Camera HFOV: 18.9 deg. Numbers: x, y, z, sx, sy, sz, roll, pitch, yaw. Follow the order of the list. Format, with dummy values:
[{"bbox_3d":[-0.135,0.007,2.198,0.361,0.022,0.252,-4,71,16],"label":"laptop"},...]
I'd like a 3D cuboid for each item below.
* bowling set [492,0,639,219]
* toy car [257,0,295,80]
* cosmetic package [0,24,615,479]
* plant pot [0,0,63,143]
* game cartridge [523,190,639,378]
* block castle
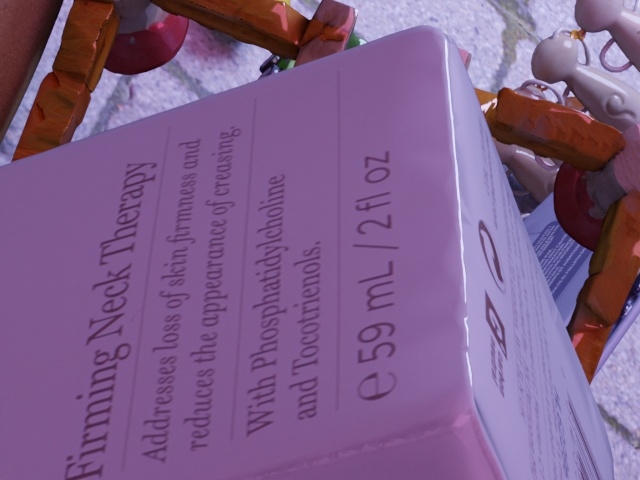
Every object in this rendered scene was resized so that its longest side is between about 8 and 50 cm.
[{"bbox_3d":[0.206,-0.101,1.750,0.154,0.200,0.287,33,92,-19],"label":"bowling set"},{"bbox_3d":[-0.009,-0.145,1.561,0.239,0.053,0.225,44,15,-15],"label":"toy car"},{"bbox_3d":[-0.063,0.152,0.993,0.329,0.393,0.327,-89,158,-55],"label":"cosmetic package"},{"bbox_3d":[-0.286,-0.134,1.287,0.237,0.237,0.254,16,75,-35],"label":"plant pot"},{"bbox_3d":[0.168,0.068,1.555,0.060,0.196,0.294,49,65,-21],"label":"game cartridge"},{"bbox_3d":[0.000,0.000,1.326,0.453,0.213,0.303,20,82,1],"label":"block castle"}]
